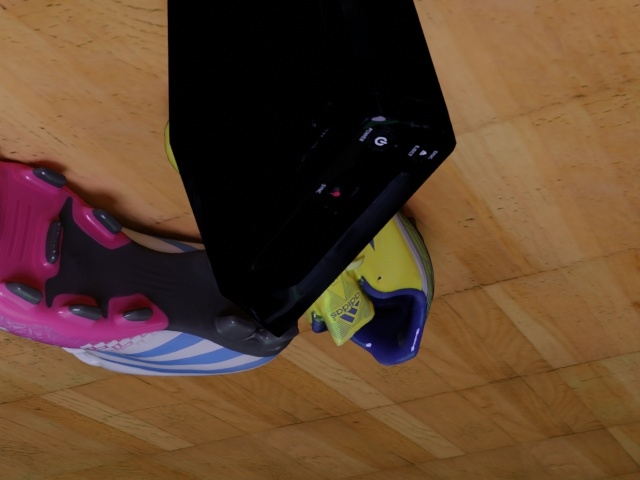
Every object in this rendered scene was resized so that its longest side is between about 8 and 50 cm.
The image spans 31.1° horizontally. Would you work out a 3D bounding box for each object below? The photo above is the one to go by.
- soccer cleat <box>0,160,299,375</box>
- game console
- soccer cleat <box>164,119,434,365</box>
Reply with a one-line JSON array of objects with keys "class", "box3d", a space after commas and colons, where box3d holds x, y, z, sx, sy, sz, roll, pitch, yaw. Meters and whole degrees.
[{"class": "soccer cleat", "box3d": [-0.163, 0.042, 0.809, 0.143, 0.116, 0.331, -27, 146, 37]}, {"class": "game console", "box3d": [0.039, -0.143, 0.385, 0.044, 0.213, 0.361, 13, 138, -30]}, {"class": "soccer cleat", "box3d": [0.001, 0.000, 0.745, 0.093, 0.121, 0.289, -16, 151, 23]}]
